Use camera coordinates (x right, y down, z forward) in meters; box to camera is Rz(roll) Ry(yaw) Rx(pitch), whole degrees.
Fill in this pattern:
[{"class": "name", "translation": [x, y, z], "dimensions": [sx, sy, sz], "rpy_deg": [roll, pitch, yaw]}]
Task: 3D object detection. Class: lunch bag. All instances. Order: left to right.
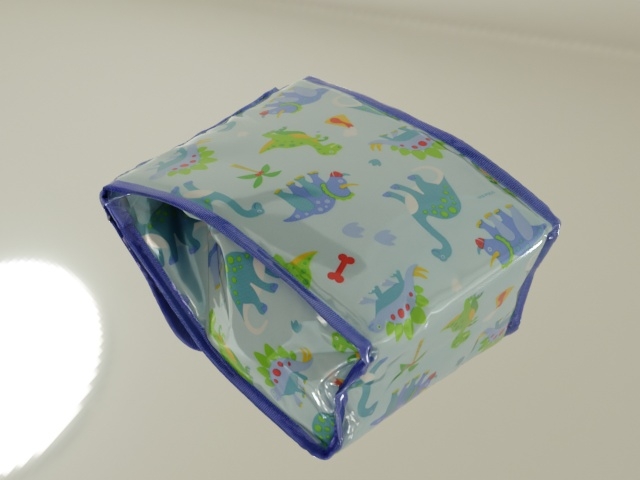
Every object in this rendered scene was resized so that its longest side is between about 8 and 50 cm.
[{"class": "lunch bag", "translation": [0.000, 0.000, 0.848], "dimensions": [0.151, 0.096, 0.129], "rpy_deg": [42, -131, 21]}]
